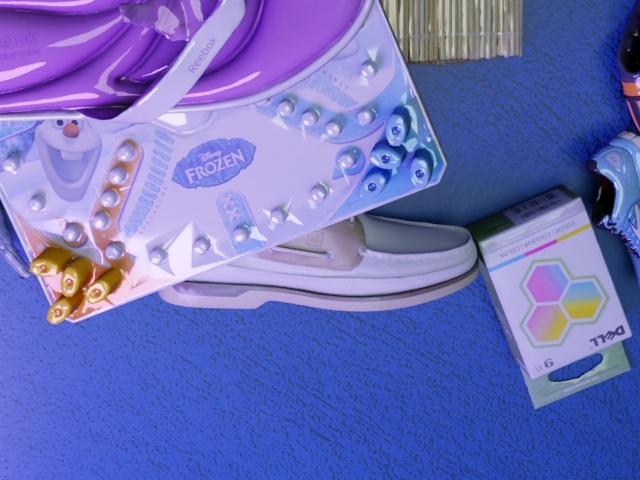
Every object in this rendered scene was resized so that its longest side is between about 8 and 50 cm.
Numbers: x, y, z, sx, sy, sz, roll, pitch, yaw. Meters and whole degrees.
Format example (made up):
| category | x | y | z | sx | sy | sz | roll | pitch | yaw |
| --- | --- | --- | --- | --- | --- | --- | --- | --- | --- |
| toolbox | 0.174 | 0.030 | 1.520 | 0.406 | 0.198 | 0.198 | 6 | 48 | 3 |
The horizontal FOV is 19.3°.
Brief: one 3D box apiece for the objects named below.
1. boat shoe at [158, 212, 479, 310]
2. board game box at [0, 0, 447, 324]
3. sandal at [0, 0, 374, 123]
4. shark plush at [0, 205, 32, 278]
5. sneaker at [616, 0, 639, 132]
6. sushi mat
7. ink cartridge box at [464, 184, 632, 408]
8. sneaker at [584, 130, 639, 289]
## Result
| category | x | y | z | sx | sy | sz | roll | pitch | yaw |
| --- | --- | --- | --- | --- | --- | --- | --- | --- | --- |
| boat shoe | 0.000 | 0.000 | 1.734 | 0.302 | 0.113 | 0.103 | -2 | 110 | -8 |
| board game box | -0.140 | -0.158 | 1.625 | 0.390 | 0.050 | 0.390 | -21 | 101 | 15 |
| sandal | -0.151 | -0.169 | 1.543 | 0.416 | 0.102 | 0.169 | -14 | 102 | 13 |
| shark plush | -0.320 | -0.029 | 1.697 | 0.073 | 0.067 | 0.161 | -22 | 107 | -3 |
| sneaker | 0.422 | -0.210 | 1.742 | 0.321 | 0.124 | 0.180 | -32 | 108 | 0 |
| sushi mat | 0.120 | -0.315 | 1.703 | 0.151 | 0.019 | 0.316 | -8 | 106 | -26 |
| ink cartridge box | 0.228 | 0.064 | 1.814 | 0.109 | 0.062 | 0.209 | -23 | 107 | -3 |
| sneaker | 0.289 | -0.020 | 1.793 | 0.073 | 0.063 | 0.162 | -25 | 106 | -20 |
